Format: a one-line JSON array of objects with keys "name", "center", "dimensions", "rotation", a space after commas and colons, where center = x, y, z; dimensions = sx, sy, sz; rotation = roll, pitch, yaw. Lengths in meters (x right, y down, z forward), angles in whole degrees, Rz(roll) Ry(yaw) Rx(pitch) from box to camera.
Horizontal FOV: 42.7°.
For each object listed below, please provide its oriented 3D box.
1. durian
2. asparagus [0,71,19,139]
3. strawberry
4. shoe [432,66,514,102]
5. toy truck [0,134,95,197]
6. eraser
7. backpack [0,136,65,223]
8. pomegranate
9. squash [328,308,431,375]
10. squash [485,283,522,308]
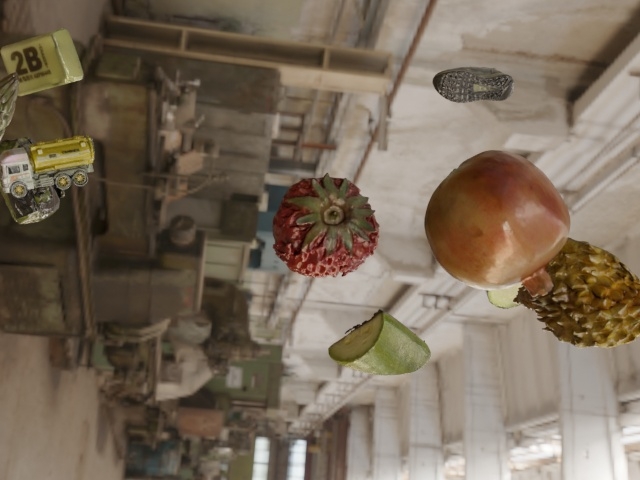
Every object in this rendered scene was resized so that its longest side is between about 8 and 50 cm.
[{"name": "durian", "center": [0.488, 0.084, 1.568], "dimensions": [0.305, 0.185, 0.196], "rotation": [19, -53, 43]}, {"name": "asparagus", "center": [-0.690, -0.219, 1.673], "dimensions": [0.287, 0.080, 0.080], "rotation": [-57, -170, 7]}, {"name": "strawberry", "center": [0.000, 0.000, 1.552], "dimensions": [0.244, 0.205, 0.205], "rotation": [120, -23, -60]}, {"name": "shoe", "center": [0.326, -0.348, 1.797], "dimensions": [0.077, 0.194, 0.074], "rotation": [-118, -148, -51]}, {"name": "toy truck", "center": [-0.654, -0.183, 1.965], "dimensions": [0.098, 0.226, 0.114], "rotation": [-146, -134, -59]}, {"name": "eraser", "center": [-0.624, -0.398, 1.832], "dimensions": [0.058, 0.172, 0.117], "rotation": [-40, 119, -58]}, {"name": "backpack", "center": [-0.854, -0.180, 2.393], "dimensions": [0.207, 0.139, 0.254], "rotation": [-97, 169, -78]}, {"name": "pomegranate", "center": [0.318, -0.020, 1.443], "dimensions": [0.229, 0.270, 0.252], "rotation": [-46, 168, 34]}, {"name": "squash", "center": [0.158, 0.286, 1.975], "dimensions": [0.252, 0.169, 0.093], "rotation": [39, 21, -45]}, {"name": "squash", "center": [0.447, 0.046, 2.055], "dimensions": [0.247, 0.132, 0.133], "rotation": [-102, -162, -53]}]
